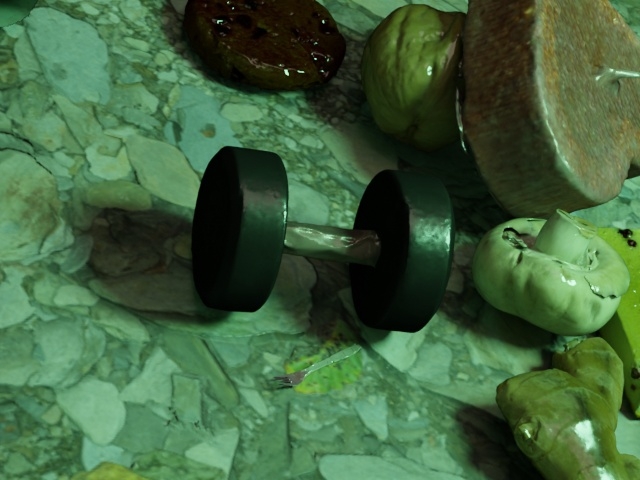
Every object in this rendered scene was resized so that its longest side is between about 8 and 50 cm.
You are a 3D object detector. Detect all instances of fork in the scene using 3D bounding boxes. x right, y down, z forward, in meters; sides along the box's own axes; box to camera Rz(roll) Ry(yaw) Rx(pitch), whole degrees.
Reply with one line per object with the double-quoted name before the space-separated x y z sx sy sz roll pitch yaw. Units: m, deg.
"fork" -0.002 0.115 1.537 0.115 0.012 0.016 -20 61 -45

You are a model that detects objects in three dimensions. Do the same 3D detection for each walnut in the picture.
"walnut" 0.119 -0.178 1.797 0.166 0.149 0.167 9 60 -16

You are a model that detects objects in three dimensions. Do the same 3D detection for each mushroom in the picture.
"mushroom" 0.226 0.025 1.646 0.154 0.122 0.154 13 28 -7

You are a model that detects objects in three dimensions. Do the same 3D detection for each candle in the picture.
"candle" 0.262 -0.174 1.767 0.317 0.131 0.287 -22 91 -56

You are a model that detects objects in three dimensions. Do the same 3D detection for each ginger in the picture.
"ginger" 0.232 0.203 1.511 0.148 0.081 0.334 27 39 -28

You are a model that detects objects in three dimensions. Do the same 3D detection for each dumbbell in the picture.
"dumbbell" 0.000 0.000 1.552 0.218 0.152 0.152 8 44 -18

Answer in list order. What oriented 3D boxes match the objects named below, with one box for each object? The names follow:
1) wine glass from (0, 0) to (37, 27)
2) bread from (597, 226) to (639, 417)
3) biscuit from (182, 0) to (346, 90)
"wine glass" -0.368 -0.312 1.750 0.093 0.093 0.202 -13 52 -35
"bread" 0.323 0.080 1.699 0.088 0.049 0.226 3 46 -23
"biscuit" -0.062 -0.228 1.843 0.192 0.049 0.192 14 35 -10
